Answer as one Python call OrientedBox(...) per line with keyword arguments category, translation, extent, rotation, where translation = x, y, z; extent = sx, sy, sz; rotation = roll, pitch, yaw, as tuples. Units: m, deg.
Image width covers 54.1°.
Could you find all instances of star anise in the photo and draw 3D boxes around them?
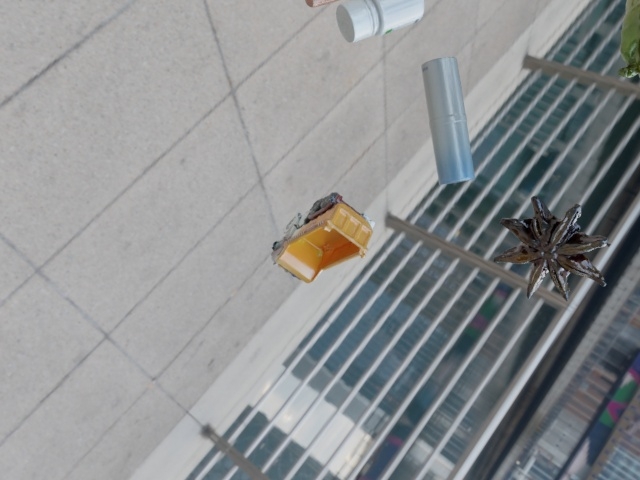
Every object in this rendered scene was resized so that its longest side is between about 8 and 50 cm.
OrientedBox(category="star anise", translation=(0.528, 0.014, 1.428), extent=(0.102, 0.272, 0.272), rotation=(-37, 150, -46))

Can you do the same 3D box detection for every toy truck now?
OrientedBox(category="toy truck", translation=(0.000, 0.000, 1.251), extent=(0.270, 0.114, 0.135), rotation=(-28, -151, 58))

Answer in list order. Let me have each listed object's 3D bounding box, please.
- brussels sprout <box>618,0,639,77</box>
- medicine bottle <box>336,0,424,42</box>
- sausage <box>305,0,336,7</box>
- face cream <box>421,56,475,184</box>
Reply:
OrientedBox(category="brussels sprout", translation=(0.680, -0.318, 0.934), extent=(0.425, 0.361, 0.343), rotation=(-15, 90, -47))
OrientedBox(category="medicine bottle", translation=(0.175, -0.676, 1.849), extent=(0.236, 0.139, 0.139), rotation=(-26, 148, -12))
OrientedBox(category="sausage", translation=(0.008, -0.459, 1.169), extent=(0.083, 0.034, 0.034), rotation=(-27, 145, -28))
OrientedBox(category="face cream", translation=(0.263, -0.244, 1.293), extent=(0.077, 0.077, 0.250), rotation=(-11, 94, -59))
